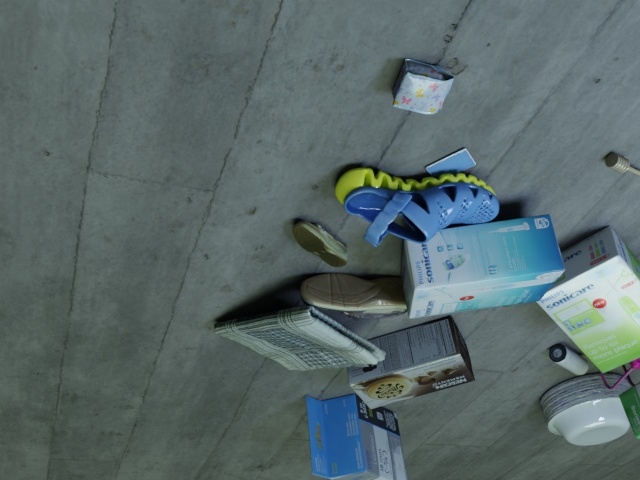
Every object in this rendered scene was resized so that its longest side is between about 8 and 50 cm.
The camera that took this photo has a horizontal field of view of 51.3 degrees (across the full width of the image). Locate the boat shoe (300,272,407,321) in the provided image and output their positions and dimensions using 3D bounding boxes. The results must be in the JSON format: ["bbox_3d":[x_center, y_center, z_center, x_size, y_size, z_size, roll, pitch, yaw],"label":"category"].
[{"bbox_3d":[0.088,0.137,1.505,0.285,0.103,0.092,0,136,-19],"label":"boat shoe"}]

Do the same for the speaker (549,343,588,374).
[{"bbox_3d":[0.708,0.340,1.893,0.136,0.055,0.055,28,129,-37],"label":"speaker"}]

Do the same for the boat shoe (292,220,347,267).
[{"bbox_3d":[0.002,0.000,1.371,0.056,0.048,0.153,-24,133,38],"label":"boat shoe"}]

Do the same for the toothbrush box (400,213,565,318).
[{"bbox_3d":[0.323,0.060,1.387,0.296,0.126,0.216,-7,158,1],"label":"toothbrush box"}]

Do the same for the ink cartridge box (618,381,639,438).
[{"bbox_3d":[0.901,0.364,1.580,0.211,0.121,0.289,5,144,-17],"label":"ink cartridge box"}]

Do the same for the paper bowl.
[{"bbox_3d":[0.854,0.547,2.104,0.284,0.148,0.284,-4,143,-3],"label":"paper bowl"}]

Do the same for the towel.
[{"bbox_3d":[-0.046,0.252,1.595,0.312,0.056,0.324,-15,145,36],"label":"towel"}]

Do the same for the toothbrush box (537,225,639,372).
[{"bbox_3d":[0.647,0.139,1.510,0.206,0.122,0.283,-34,111,30],"label":"toothbrush box"}]

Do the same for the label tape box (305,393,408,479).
[{"bbox_3d":[0.112,0.594,1.962,0.106,0.240,0.334,-31,136,27],"label":"label tape box"}]

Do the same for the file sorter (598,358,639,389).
[{"bbox_3d":[0.867,0.259,1.707,0.291,0.202,0.182,-3,144,-6],"label":"file sorter"}]

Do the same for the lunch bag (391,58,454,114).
[{"bbox_3d":[0.165,-0.247,1.078,0.083,0.053,0.071,12,136,-8],"label":"lunch bag"}]

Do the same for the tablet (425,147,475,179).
[{"bbox_3d":[0.246,-0.141,1.258,0.083,0.006,0.054,-25,139,22],"label":"tablet"}]

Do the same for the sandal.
[{"bbox_3d":[0.188,-0.049,1.255,0.317,0.138,0.126,-1,146,-10],"label":"sandal"}]

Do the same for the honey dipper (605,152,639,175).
[{"bbox_3d":[0.623,-0.134,1.312,0.161,0.030,0.030,17,136,-30],"label":"honey dipper"}]

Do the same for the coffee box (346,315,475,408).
[{"bbox_3d":[0.234,0.323,1.743,0.297,0.119,0.168,-18,139,14],"label":"coffee box"}]
